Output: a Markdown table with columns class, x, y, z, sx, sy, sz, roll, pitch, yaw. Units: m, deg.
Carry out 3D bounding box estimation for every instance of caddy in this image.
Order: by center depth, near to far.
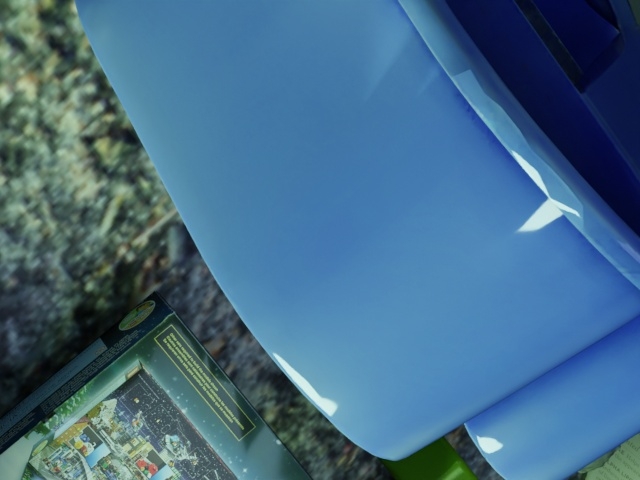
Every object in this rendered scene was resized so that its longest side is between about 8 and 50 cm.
| class | x | y | z | sx | sy | sz | roll | pitch | yaw |
| --- | --- | --- | --- | --- | --- | --- | --- | --- | --- |
| caddy | 0.057 | -0.064 | 0.791 | 0.179 | 0.341 | 0.241 | -41 | 149 | 18 |

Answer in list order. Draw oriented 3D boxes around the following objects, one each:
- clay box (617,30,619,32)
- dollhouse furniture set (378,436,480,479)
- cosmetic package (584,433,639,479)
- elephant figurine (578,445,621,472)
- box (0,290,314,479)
| class | x | y | z | sx | sy | sz | roll | pitch | yaw |
| --- | --- | --- | --- | --- | --- | --- | --- | --- | --- |
| clay box | 0.175 | -0.095 | 1.009 | 0.127 | 0.222 | 0.053 | 13 | 147 | -42 |
| dollhouse furniture set | -0.029 | 0.227 | 1.147 | 0.301 | 0.151 | 0.197 | -40 | 129 | -2 |
| cosmetic package | 0.271 | 0.120 | 1.389 | 0.117 | 0.085 | 0.231 | -13 | 130 | -41 |
| elephant figurine | 0.139 | -0.008 | 1.095 | 0.169 | 0.186 | 0.239 | 41 | 78 | -22 |
| box | -0.070 | 0.164 | 0.982 | 0.159 | 0.044 | 0.233 | -39 | 111 | -6 |
